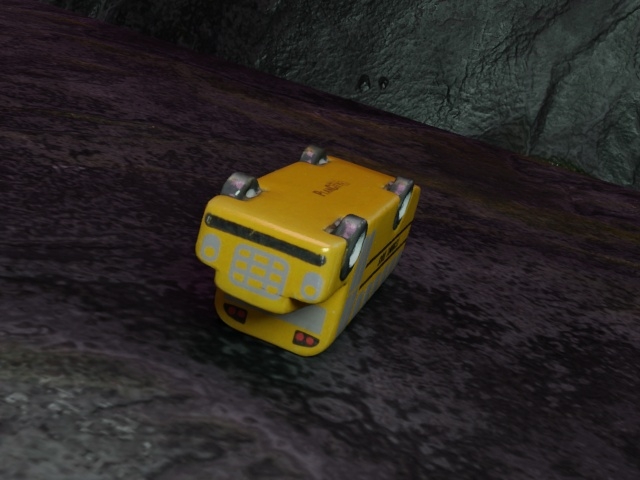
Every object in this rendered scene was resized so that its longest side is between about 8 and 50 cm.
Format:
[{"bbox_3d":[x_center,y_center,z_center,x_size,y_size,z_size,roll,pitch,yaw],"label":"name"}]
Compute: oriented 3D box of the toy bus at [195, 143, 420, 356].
[{"bbox_3d":[0.000,0.000,0.734,0.108,0.130,0.333,21,18,12],"label":"toy bus"}]
